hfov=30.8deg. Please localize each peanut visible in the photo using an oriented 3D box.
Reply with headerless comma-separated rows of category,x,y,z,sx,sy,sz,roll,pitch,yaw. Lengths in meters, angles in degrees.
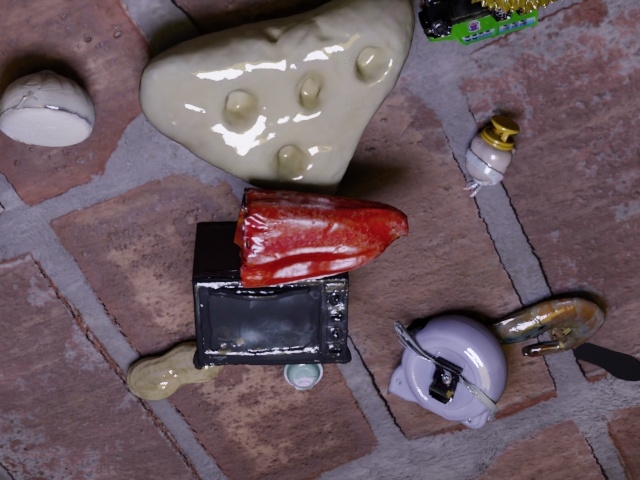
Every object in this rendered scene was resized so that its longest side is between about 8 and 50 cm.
peanut,-0.239,0.216,1.927,0.187,0.082,0.082,-22,124,12

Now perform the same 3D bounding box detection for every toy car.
toy car,0.219,-0.314,1.599,0.165,0.071,0.062,-15,139,6

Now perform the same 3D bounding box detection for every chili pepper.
chili pepper,0.000,0.000,1.649,0.253,0.136,0.144,2,93,-11

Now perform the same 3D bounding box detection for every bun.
bun,-0.382,-0.195,1.626,0.138,0.094,0.138,-1,158,0

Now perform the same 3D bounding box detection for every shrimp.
shrimp,0.355,0.162,1.954,0.251,0.052,0.143,-13,138,13

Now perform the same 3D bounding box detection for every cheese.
cheese,-0.030,0.210,1.973,0.067,0.026,0.120,-4,125,-2
cheese,-0.069,-0.231,1.593,0.328,0.129,0.351,17,124,-18

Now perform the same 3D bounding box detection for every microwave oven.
microwave oven,-0.076,0.088,1.785,0.248,0.188,0.178,-2,126,-3

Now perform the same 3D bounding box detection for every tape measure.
tape measure,0.211,0.212,1.912,0.196,0.105,0.178,19,119,26

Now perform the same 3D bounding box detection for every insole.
insole,0.508,0.213,2.029,0.153,0.002,0.053,20,121,-18

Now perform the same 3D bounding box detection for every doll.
doll,0.257,-0.123,1.738,0.084,0.073,0.127,-5,130,-41

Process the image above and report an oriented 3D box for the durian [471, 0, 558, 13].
durian,0.221,-0.372,1.489,0.237,0.193,0.138,20,159,-10
